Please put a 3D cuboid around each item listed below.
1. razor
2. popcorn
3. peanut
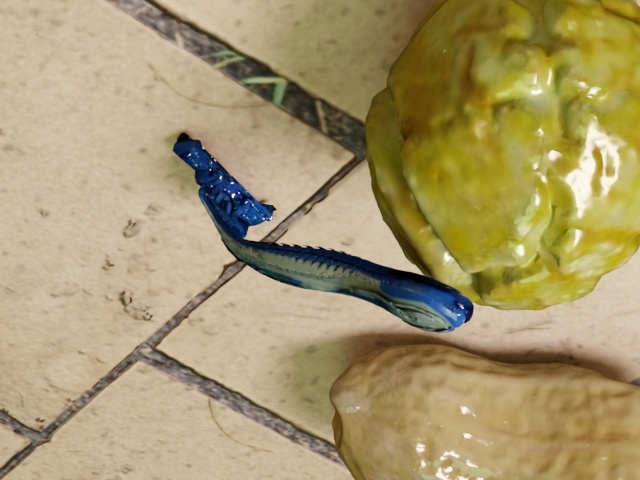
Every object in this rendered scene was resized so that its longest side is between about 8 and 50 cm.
[{"bbox_3d":[-0.008,0.010,1.002,0.093,0.056,0.324,44,172,-34],"label":"razor"},{"bbox_3d":[0.125,-0.061,0.937,0.184,0.204,0.221,8,137,-25],"label":"popcorn"},{"bbox_3d":[0.151,0.169,1.234,0.291,0.143,0.159,8,147,10],"label":"peanut"}]
